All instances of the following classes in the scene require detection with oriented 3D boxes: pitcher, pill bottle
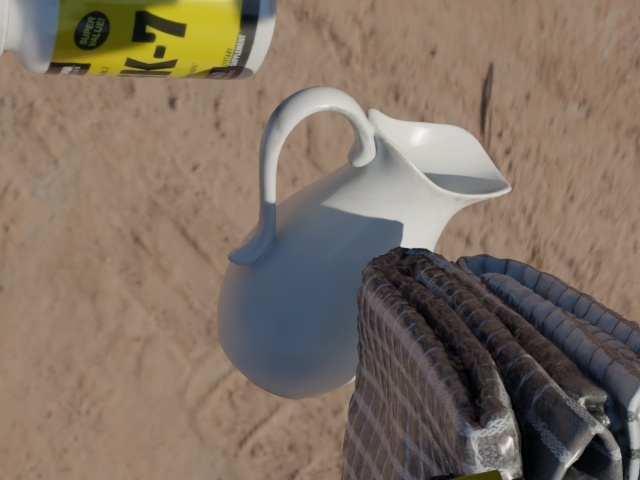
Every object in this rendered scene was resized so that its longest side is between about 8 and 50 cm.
[{"bbox_3d":[0.000,0.000,0.879,0.207,0.177,0.125,-52,36,22],"label":"pitcher"},{"bbox_3d":[-0.143,-0.168,0.873,0.208,0.119,0.119,-1,79,-21],"label":"pill bottle"}]

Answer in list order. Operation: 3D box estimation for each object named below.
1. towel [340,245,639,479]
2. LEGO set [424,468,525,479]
[{"bbox_3d":[0.080,0.144,0.658,0.121,0.284,0.235,5,102,-13],"label":"towel"},{"bbox_3d":[0.064,0.170,0.201,0.254,0.192,0.331,0,63,-17],"label":"LEGO set"}]
